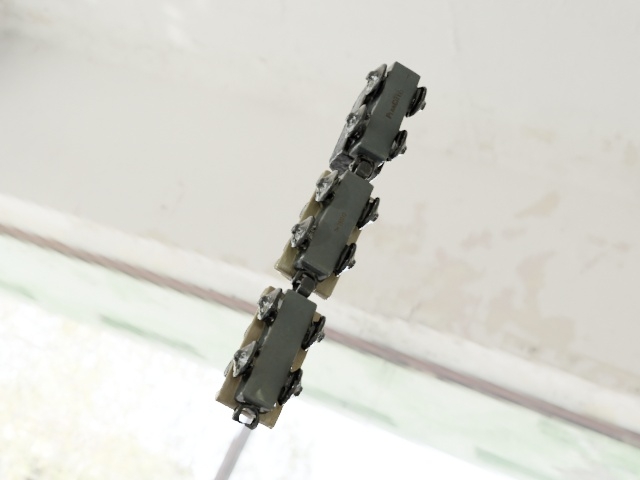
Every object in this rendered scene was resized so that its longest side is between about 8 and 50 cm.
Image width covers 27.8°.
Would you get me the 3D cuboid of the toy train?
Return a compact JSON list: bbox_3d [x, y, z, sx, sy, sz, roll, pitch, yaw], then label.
[{"bbox_3d":[0.000,0.000,0.474,0.027,0.158,0.036,31,-29,-11],"label":"toy train"}]
